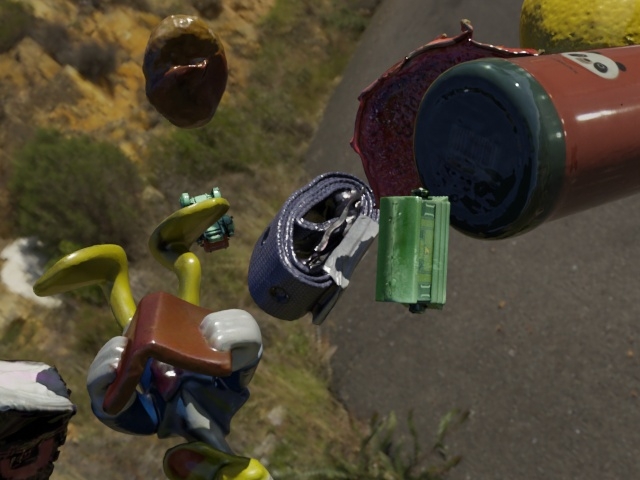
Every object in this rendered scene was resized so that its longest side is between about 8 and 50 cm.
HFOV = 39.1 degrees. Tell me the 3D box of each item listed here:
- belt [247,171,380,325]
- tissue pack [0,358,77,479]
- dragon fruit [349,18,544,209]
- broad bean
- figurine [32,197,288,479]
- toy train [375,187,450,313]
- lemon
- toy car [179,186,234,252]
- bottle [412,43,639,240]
[{"bbox_3d":[0.000,0.000,1.214,0.126,0.140,0.230,-49,5,43],"label":"belt"},{"bbox_3d":[-0.401,0.259,0.857,0.123,0.245,0.332,43,115,44],"label":"tissue pack"},{"bbox_3d":[0.136,-0.166,1.087,0.274,0.161,0.126,-49,10,26],"label":"dragon fruit"},{"bbox_3d":[-0.248,-0.306,1.654,0.228,0.156,0.122,99,167,-49],"label":"broad bean"},{"bbox_3d":[-0.093,0.130,0.778,0.205,0.338,0.283,-26,-6,-13],"label":"figurine"},{"bbox_3d":[0.066,0.007,0.658,0.038,0.056,0.093,2,87,36],"label":"toy train"},{"bbox_3d":[0.557,-0.429,1.823,0.336,0.336,0.336,-48,11,13],"label":"lemon"},{"bbox_3d":[-0.190,-0.037,1.511,0.073,0.054,0.143,-15,34,-12],"label":"toy car"},{"bbox_3d":[0.247,-0.100,0.789,0.336,0.144,0.144,-14,-12,-34],"label":"bottle"}]
